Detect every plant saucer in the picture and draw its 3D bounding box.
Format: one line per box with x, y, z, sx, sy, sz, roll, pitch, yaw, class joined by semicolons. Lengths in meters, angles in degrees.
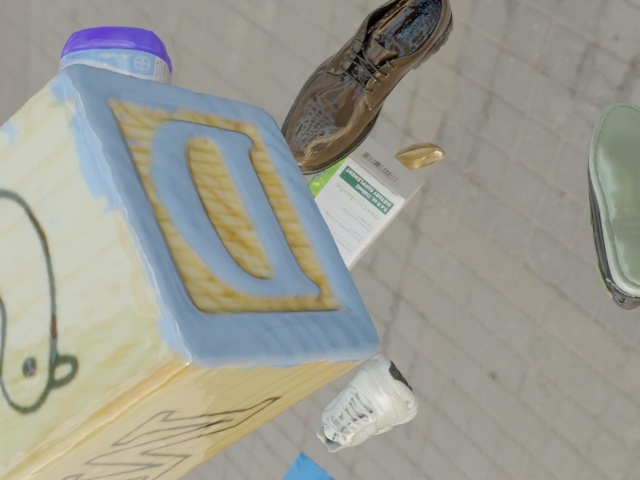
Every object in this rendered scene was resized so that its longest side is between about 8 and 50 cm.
0.141;-0.125;1.637;0.083;0.083;0.015;-35;62;54;plant saucer

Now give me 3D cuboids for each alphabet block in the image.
-0.117;0.035;0.681;0.197;0.193;0.192;-36;67;27;alphabet block

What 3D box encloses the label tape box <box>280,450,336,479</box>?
0.021;0.497;1.545;0.334;0.106;0.240;38;106;12;label tape box

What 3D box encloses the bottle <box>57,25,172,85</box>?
-0.217;-0.081;1.133;0.092;0.118;0.283;83;-172;-65;bottle

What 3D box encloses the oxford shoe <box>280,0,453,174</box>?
0.036;-0.160;1.064;0.083;0.227;0.096;39;179;7;oxford shoe

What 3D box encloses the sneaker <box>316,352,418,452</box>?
0.067;0.261;1.724;0.110;0.118;0.292;55;159;15;sneaker

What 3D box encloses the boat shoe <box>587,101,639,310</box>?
0.322;-0.038;1.195;0.068;0.081;0.227;92;-179;-64;boat shoe

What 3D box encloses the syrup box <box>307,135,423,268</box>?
0.000;0.000;1.252;0.093;0.096;0.237;41;114;3;syrup box

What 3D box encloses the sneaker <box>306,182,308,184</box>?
-0.078;-0.040;1.566;0.343;0.134;0.146;-7;116;49;sneaker
